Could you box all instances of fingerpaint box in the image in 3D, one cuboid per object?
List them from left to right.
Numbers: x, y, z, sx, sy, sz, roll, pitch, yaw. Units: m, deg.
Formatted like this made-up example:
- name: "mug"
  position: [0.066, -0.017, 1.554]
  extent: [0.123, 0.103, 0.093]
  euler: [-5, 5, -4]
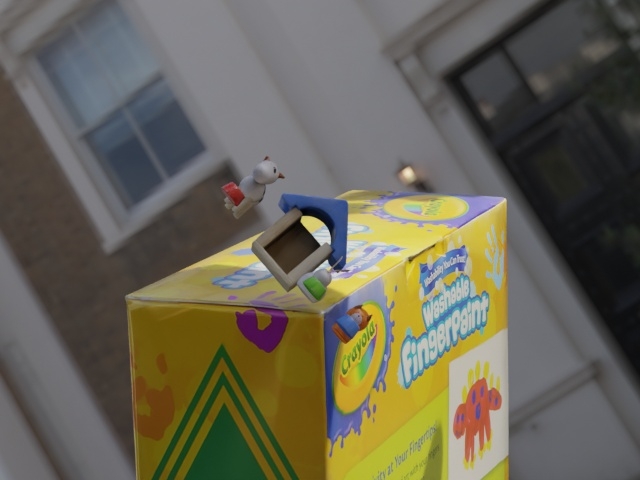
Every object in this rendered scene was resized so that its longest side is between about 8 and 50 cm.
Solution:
- name: "fingerpaint box"
  position: [0.016, 0.177, 1.443]
  extent: [0.163, 0.371, 0.445]
  euler: [3, 13, 22]

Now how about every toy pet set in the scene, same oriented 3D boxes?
- name: "toy pet set"
  position: [0.000, 0.000, 1.133]
  extent: [0.065, 0.122, 0.114]
  euler: [-40, -4, -8]
